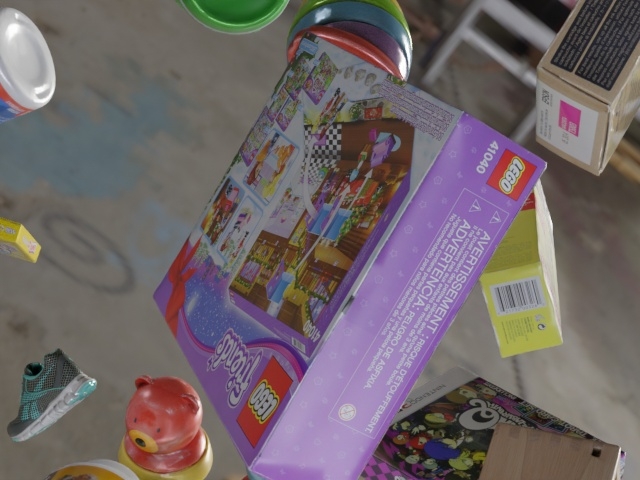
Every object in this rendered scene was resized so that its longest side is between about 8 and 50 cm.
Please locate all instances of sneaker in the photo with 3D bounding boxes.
[{"bbox_3d":[-0.341,0.186,1.964,0.076,0.166,0.065,54,36,3],"label":"sneaker"}]

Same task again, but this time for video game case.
[{"bbox_3d":[0.167,0.227,1.685,0.232,0.041,0.210,27,35,36],"label":"video game case"}]

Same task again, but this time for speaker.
[{"bbox_3d":[-0.100,-0.286,1.693,0.131,0.131,0.296,34,5,-13],"label":"speaker"}]

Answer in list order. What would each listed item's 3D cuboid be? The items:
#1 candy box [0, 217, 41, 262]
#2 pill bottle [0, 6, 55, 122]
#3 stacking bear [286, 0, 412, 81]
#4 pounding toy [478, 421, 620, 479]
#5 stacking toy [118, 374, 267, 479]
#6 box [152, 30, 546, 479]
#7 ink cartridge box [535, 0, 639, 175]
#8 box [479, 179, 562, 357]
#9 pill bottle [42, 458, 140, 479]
[{"bbox_3d":[-0.383,-0.011,1.833,0.105,0.027,0.206,15,-8,-2],"label":"candy box"},{"bbox_3d":[-0.432,-0.179,1.864,0.124,0.222,0.124,48,32,-44],"label":"pill bottle"},{"bbox_3d":[0.030,-0.257,1.964,0.164,0.175,0.289,15,42,-11],"label":"stacking bear"},{"bbox_3d":[0.141,0.186,0.913,0.100,0.141,0.130,10,54,19],"label":"pounding toy"},{"bbox_3d":[-0.124,0.299,1.936,0.309,0.130,0.279,13,39,9],"label":"stacking toy"},{"bbox_3d":[0.000,0.000,0.894,0.057,0.201,0.293,29,6,-21],"label":"box"},{"bbox_3d":[0.303,-0.198,1.657,0.088,0.193,0.234,30,-10,13],"label":"ink cartridge box"},{"bbox_3d":[0.175,0.009,1.425,0.232,0.058,0.087,-75,150,-65],"label":"box"},{"bbox_3d":[-0.218,0.271,1.414,0.117,0.117,0.215,38,16,-3],"label":"pill bottle"}]
